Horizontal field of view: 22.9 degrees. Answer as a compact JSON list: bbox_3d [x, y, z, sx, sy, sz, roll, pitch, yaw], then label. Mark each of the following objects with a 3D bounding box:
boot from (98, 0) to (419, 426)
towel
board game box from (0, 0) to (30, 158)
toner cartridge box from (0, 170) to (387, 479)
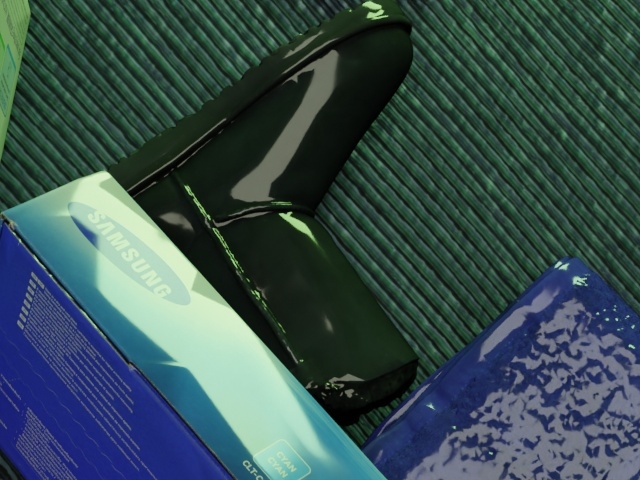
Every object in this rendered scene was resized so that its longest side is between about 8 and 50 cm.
[{"bbox_3d":[0.000,0.000,0.942,0.246,0.094,0.207,-35,77,-6],"label":"boot"},{"bbox_3d":[0.167,0.188,0.884,0.228,0.076,0.308,-41,75,-10],"label":"towel"},{"bbox_3d":[-0.229,-0.035,0.855,0.064,0.242,0.316,9,74,-2],"label":"board game box"},{"bbox_3d":[-0.052,0.142,0.828,0.075,0.165,0.348,-28,67,-40],"label":"toner cartridge box"}]
